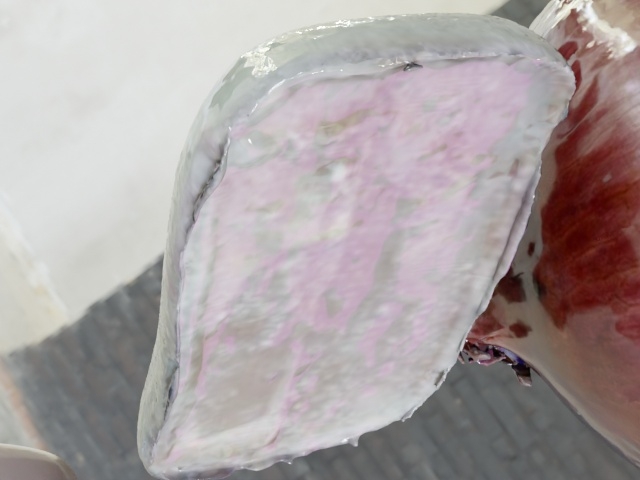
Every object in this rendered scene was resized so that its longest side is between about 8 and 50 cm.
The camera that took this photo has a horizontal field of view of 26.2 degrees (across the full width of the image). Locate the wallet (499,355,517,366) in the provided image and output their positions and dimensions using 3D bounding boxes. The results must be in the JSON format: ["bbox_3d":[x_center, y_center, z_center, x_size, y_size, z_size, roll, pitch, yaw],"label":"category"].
[{"bbox_3d":[0.116,-0.024,1.031,0.161,0.195,0.042,27,-11,17],"label":"wallet"}]

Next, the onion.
[{"bbox_3d":[0.188,0.007,0.835,0.347,0.285,0.347,-17,90,-83],"label":"onion"}]

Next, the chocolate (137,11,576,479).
[{"bbox_3d":[0.000,0.000,0.705,0.303,0.185,0.100,109,-32,-47],"label":"chocolate"}]

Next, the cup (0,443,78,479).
[{"bbox_3d":[-0.177,0.203,0.673,0.191,0.253,0.200,26,58,-58],"label":"cup"}]
